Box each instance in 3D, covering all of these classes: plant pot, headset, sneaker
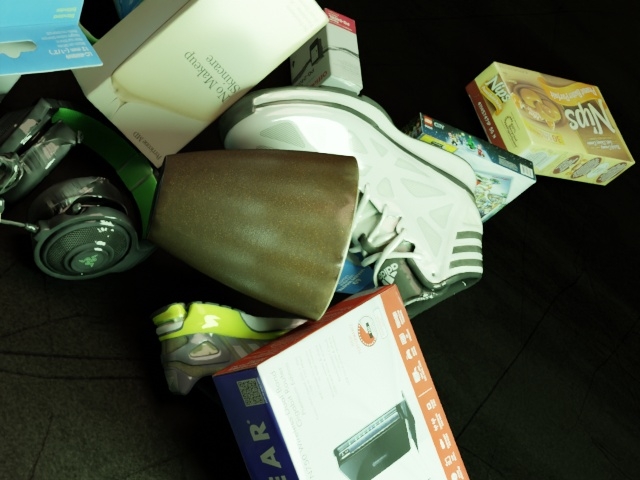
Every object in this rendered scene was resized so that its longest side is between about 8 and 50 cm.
[{"bbox_3d":[-0.093,-0.029,1.691,0.230,0.215,0.215,14,48,-10],"label":"plant pot"},{"bbox_3d":[-0.316,-0.076,1.677,0.243,0.185,0.394,54,29,8],"label":"headset"},{"bbox_3d":[0.067,-0.043,1.875,0.447,0.169,0.257,19,44,-33],"label":"sneaker"},{"bbox_3d":[-0.089,0.162,1.766,0.300,0.111,0.121,11,70,-35],"label":"sneaker"}]

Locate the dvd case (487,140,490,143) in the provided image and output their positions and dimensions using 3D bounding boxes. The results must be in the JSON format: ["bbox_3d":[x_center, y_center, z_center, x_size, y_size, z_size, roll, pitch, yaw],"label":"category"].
[{"bbox_3d":[0.322,-0.140,2.420,0.119,0.013,0.087,-14,69,-48],"label":"dvd case"}]

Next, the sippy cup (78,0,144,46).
[{"bbox_3d":[-0.218,-0.401,1.976,0.305,0.240,0.224,-14,70,-45],"label":"sippy cup"}]

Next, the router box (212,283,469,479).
[{"bbox_3d":[0.043,0.263,1.717,0.301,0.082,0.335,-28,99,-49],"label":"router box"}]

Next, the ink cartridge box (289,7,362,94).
[{"bbox_3d":[0.007,-0.278,2.178,0.063,0.109,0.150,20,47,-30],"label":"ink cartridge box"}]

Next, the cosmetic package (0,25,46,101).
[{"bbox_3d":[-0.498,-0.423,1.813,0.230,0.161,0.453,17,48,-31],"label":"cosmetic package"}]

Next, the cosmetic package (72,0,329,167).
[{"bbox_3d":[-0.162,-0.264,1.819,0.160,0.309,0.113,45,5,-37],"label":"cosmetic package"}]

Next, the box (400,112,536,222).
[{"bbox_3d":[0.205,-0.107,2.176,0.233,0.159,0.044,20,49,-29],"label":"box"}]

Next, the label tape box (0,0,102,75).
[{"bbox_3d":[-0.411,-0.369,1.636,0.249,0.115,0.347,-15,68,-47],"label":"label tape box"}]

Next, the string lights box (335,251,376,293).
[{"bbox_3d":[0.000,0.000,1.975,0.260,0.077,0.133,7,53,-38],"label":"string lights box"}]

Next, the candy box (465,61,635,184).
[{"bbox_3d":[0.425,-0.211,2.498,0.316,0.087,0.183,6,55,-44],"label":"candy box"}]
